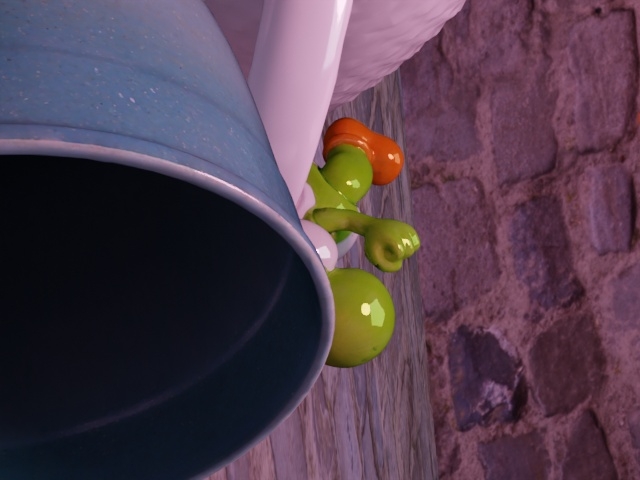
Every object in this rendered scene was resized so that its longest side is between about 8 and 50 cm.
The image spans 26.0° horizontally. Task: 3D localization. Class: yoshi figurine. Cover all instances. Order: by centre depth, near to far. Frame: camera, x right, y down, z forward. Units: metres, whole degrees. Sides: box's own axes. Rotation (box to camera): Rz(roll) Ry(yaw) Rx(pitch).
[{"bbox_3d":[0.014,0.022,1.564,0.362,0.203,0.203,-72,162,-56],"label":"yoshi figurine"}]

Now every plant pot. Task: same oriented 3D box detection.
[{"bbox_3d":[-0.153,-0.046,0.594,0.271,0.272,0.255,69,4,-55],"label":"plant pot"}]

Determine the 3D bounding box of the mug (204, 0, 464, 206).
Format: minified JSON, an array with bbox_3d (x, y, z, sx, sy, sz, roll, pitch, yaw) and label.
[{"bbox_3d":[-0.024,-0.178,0.789,0.328,0.276,0.374,156,-57,-72],"label":"mug"}]
